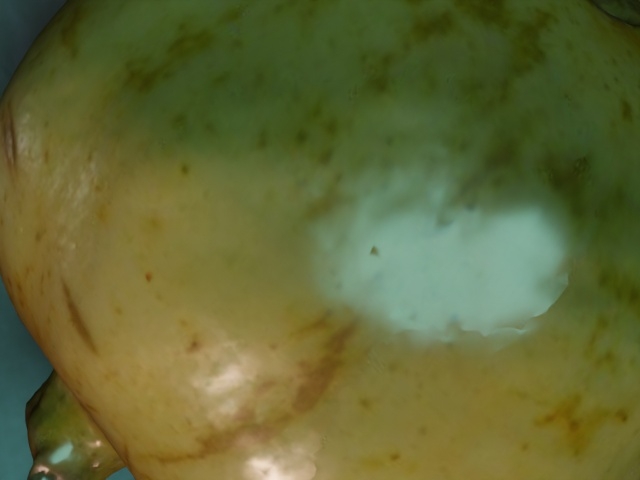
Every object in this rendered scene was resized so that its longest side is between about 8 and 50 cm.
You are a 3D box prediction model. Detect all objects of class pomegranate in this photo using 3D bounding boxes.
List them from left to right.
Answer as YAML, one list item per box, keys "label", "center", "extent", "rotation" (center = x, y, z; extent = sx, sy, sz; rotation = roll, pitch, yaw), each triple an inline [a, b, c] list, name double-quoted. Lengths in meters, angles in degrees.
- label: "pomegranate"
  center: [0.000, 0.000, 0.837]
  extent: [0.342, 0.342, 0.342]
  rotation: [-5, 106, -19]
